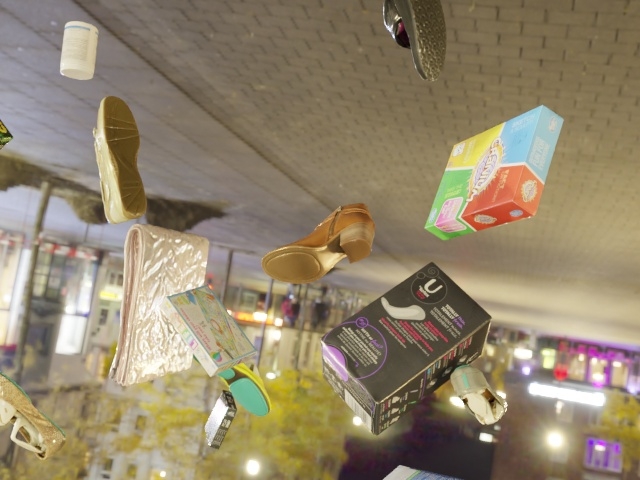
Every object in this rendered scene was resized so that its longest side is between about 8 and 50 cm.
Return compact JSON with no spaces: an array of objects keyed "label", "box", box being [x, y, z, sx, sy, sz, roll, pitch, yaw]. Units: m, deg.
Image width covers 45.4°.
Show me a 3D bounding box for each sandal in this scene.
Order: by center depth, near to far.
[{"label":"sandal","box":[0.213,-0.608,1.915,0.107,0.167,0.446,7,136,39]}]

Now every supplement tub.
[{"label":"supplement tub","box":[-0.515,-0.406,1.633,0.071,0.107,0.071,5,172,1]}]

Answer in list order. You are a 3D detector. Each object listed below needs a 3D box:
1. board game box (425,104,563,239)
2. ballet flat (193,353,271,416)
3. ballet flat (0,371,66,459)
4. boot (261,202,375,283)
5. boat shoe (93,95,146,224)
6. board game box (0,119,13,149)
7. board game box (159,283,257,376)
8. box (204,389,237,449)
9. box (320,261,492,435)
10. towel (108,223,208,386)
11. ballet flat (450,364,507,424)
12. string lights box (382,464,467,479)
[{"label":"board game box","box":[0.381,-0.142,1.707,0.064,0.242,0.316,29,159,-19]},{"label":"ballet flat","box":[-0.176,0.276,1.619,0.077,0.077,0.231,-26,118,33]},{"label":"ballet flat","box":[-0.543,0.319,1.375,0.073,0.067,0.206,-21,118,36]},{"label":"boot","box":[0.000,0.000,1.321,0.197,0.073,0.152,-11,-153,9]},{"label":"boat shoe","box":[-0.249,-0.097,0.924,0.048,0.153,0.056,-14,177,34]},{"label":"board game box","box":[-0.525,-0.109,0.986,0.259,0.136,0.030,-36,178,18]},{"label":"board game box","box":[-0.190,0.150,1.305,0.154,0.026,0.103,51,-147,17]},{"label":"box","box":[-0.178,0.318,1.359,0.018,0.083,0.067,22,-171,-22]},{"label":"box","box":[0.152,0.194,1.389,0.165,0.270,0.143,46,157,30]},{"label":"towel","box":[-0.335,0.133,1.616,0.053,0.317,0.332,7,178,13]},{"label":"ballet flat","box":[0.295,0.301,1.402,0.072,0.068,0.213,-26,136,15]},{"label":"string lights box","box":[0.252,0.611,1.784,0.133,0.077,0.259,-26,-165,-40]}]
